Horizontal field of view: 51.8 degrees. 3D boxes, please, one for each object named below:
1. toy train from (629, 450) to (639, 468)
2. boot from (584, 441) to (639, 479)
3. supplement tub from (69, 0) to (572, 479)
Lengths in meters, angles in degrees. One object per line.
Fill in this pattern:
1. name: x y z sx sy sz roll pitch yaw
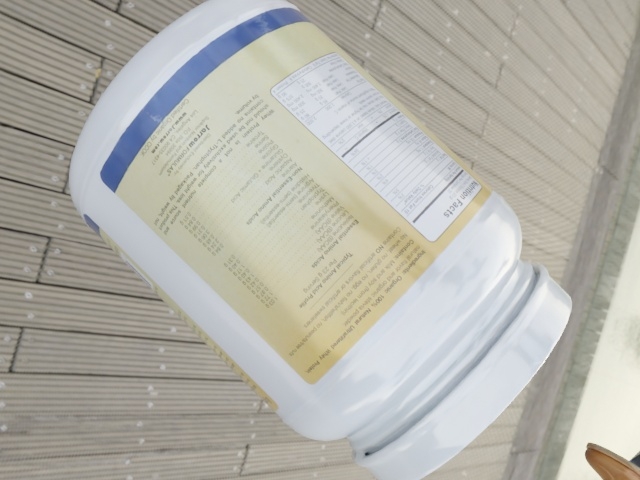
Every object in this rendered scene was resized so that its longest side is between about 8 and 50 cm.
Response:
1. toy train: 0.626 0.356 1.139 0.105 0.080 0.184 -21 151 -36
2. boot: 0.385 0.374 0.845 0.152 0.197 0.073 -45 152 -4
3. supplement tub: 0.000 0.000 0.496 0.228 0.316 0.228 -45 175 -5
